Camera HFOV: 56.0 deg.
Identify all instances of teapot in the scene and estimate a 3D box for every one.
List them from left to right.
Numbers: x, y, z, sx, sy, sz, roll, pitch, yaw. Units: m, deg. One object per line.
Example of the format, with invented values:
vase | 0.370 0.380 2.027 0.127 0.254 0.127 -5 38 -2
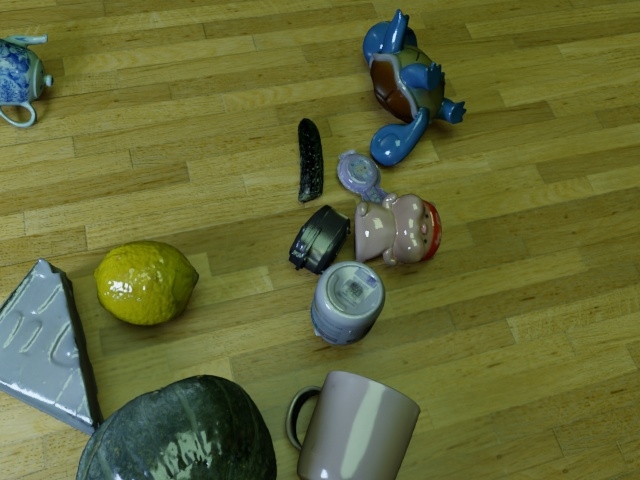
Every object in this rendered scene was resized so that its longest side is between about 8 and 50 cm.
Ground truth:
teapot | -0.715 -0.387 1.433 0.159 0.159 0.232 6 90 -4

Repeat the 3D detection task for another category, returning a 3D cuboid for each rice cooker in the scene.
rice cooker | 0.000 0.000 1.344 0.106 0.112 0.165 26 64 -1

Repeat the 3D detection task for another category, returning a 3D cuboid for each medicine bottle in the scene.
medicine bottle | 0.048 0.139 1.222 0.135 0.215 0.135 3 63 -6

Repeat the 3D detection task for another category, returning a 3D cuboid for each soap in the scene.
soap | -0.479 0.204 1.164 0.302 0.159 0.258 26 61 4

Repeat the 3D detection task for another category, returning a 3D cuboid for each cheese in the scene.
cheese | 0.108 -0.143 1.466 0.105 0.042 0.191 -26 72 -17

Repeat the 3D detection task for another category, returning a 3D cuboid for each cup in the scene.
cup | 0.039 0.372 1.141 0.253 0.191 0.200 10 62 31

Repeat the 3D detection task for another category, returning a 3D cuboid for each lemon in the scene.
lemon | -0.355 0.086 1.223 0.193 0.180 0.181 0 62 -31

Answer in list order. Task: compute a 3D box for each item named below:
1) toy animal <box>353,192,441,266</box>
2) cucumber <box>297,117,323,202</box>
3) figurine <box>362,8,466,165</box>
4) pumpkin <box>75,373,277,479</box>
toy animal | 0.174 -0.021 1.356 0.197 0.171 0.171 -2 64 -4
cucumber | -0.023 -0.201 1.468 0.067 0.067 0.245 3 62 -5
figurine | 0.233 -0.393 1.527 0.298 0.243 0.416 24 56 -45
pumpkin | -0.240 0.398 1.032 0.327 0.291 0.257 -31 44 -8
